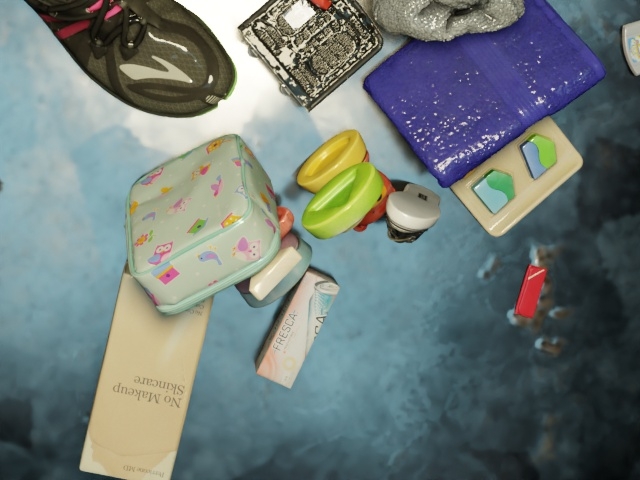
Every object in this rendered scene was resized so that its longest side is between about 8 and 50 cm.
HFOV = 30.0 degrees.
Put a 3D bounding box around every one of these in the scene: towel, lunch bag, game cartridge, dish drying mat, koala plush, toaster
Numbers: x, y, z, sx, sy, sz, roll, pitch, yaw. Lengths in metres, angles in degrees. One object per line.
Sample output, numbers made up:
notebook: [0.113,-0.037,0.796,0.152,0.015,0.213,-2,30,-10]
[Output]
towel: [0.247,-0.245,1.823,0.308,0.076,0.227,-35,74,0]
lunch bag: [-0.177,-0.026,1.726,0.224,0.279,0.108,-31,121,9]
game cartridge: [0.508,-0.306,1.888,0.056,0.017,0.083,-17,100,0]
dish drying mat: [0.340,0.082,1.930,0.032,0.008,0.083,14,96,-9]
koala plush: [0.165,-0.417,1.701,0.203,0.196,0.221,-18,130,-13]
toaster: [-0.011,-0.311,1.783,0.186,0.110,0.168,-41,100,1]

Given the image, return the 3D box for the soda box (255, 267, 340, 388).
soda box: [-0.037,0.136,1.873,0.063,0.058,0.183,25,96,-9]

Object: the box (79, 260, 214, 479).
box: [-0.265,0.202,1.826,0.148,0.121,0.311,12,97,-8]

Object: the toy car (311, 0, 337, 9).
toy car: [0.045,-0.462,1.645,0.239,0.053,0.225,-19,79,35]

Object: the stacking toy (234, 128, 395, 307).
stacking toy: [0.000,0.000,1.755,0.309,0.279,0.130,-43,111,0]

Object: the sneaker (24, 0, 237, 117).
sneaker: [-0.329,-0.343,1.698,0.483,0.202,0.185,39,93,-10]

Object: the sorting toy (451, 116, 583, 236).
sorting toy: [0.284,-0.139,1.877,0.193,0.038,0.208,-41,100,1]

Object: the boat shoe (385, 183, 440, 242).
boat shoe: [0.130,-0.032,1.787,0.080,0.228,0.076,25,104,2]
